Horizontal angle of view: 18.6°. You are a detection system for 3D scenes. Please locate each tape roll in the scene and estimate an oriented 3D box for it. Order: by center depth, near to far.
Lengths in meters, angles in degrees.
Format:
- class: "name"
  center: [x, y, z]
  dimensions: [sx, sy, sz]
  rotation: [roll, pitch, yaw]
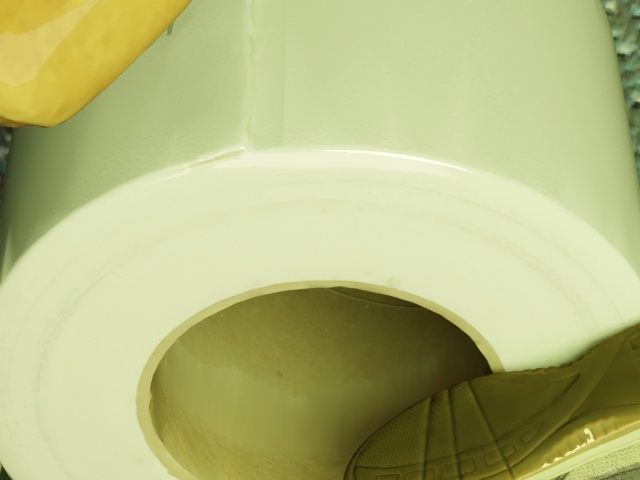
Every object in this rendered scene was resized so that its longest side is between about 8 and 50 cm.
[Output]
- class: "tape roll"
  center: [0.000, 0.000, 0.740]
  dimensions: [0.246, 0.169, 0.246]
  rotation: [0, 136, 0]

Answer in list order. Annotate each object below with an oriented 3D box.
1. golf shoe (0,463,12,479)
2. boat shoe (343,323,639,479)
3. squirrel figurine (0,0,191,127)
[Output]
- class: "golf shoe"
  center: [-0.173, 0.132, 0.920]
  dimensions: [0.273, 0.105, 0.120]
  rotation: [-28, 123, 25]
- class: "boat shoe"
  center: [0.083, 0.070, 0.652]
  dimensions: [0.152, 0.056, 0.049]
  rotation: [-20, 127, 17]
- class: "squirrel figurine"
  center: [-0.116, -0.267, 0.367]
  dimensions: [0.397, 0.281, 0.370]
  rotation: [-42, 144, 13]
